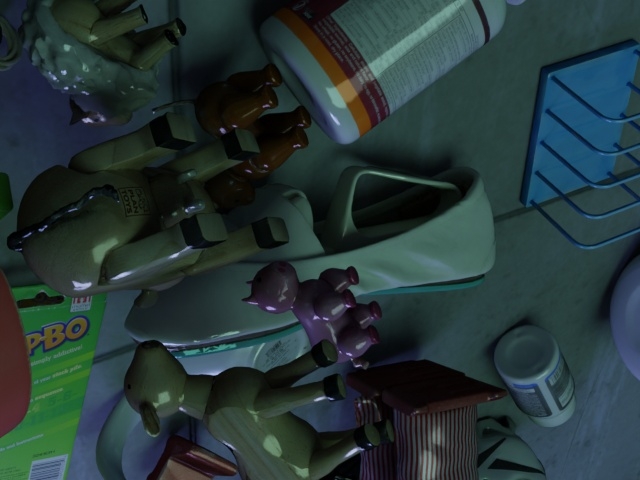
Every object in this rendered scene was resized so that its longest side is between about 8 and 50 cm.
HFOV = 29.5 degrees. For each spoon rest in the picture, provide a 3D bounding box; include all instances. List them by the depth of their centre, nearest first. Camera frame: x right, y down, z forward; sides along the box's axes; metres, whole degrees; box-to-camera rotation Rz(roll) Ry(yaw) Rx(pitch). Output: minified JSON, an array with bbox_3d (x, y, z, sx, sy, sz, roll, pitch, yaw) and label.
[{"bbox_3d":[-0.110,0.133,1.171,0.276,0.084,0.137,-42,142,-18],"label":"spoon rest"}]

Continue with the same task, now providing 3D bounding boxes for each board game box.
[{"bbox_3d":[-0.268,0.135,1.072,0.124,0.039,0.259,-6,131,-34],"label":"board game box"}]

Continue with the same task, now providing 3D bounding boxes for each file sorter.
[{"bbox_3d":[0.291,-0.094,1.234,0.118,0.104,0.170,-20,135,-23],"label":"file sorter"}]

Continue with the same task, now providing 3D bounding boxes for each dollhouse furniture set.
[{"bbox_3d":[-0.002,0.261,1.246,0.374,0.152,0.201,-8,102,-27],"label":"dollhouse furniture set"}]

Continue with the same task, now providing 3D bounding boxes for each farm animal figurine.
[{"bbox_3d":[-0.101,0.018,0.876,0.172,0.330,0.327,-23,153,20],"label":"farm animal figurine"}]

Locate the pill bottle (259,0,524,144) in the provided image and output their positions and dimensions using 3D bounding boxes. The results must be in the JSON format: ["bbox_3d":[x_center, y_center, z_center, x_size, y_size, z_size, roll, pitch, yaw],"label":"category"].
[{"bbox_3d":[0.070,-0.186,0.975,0.221,0.121,0.121,-37,139,-5],"label":"pill bottle"}]

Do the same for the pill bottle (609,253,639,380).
[{"bbox_3d":[0.528,0.086,1.511,0.323,0.181,0.181,-5,128,-34],"label":"pill bottle"}]

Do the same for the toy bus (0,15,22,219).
[{"bbox_3d":[-0.258,-0.107,0.746,0.191,0.202,0.104,20,148,-34],"label":"toy bus"}]

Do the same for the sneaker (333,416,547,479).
[{"bbox_3d":[0.139,0.316,1.456,0.330,0.146,0.122,-14,134,-25],"label":"sneaker"}]

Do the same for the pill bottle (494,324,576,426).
[{"bbox_3d":[0.262,0.167,1.463,0.078,0.078,0.137,-37,139,-4],"label":"pill bottle"}]

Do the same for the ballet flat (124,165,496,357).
[{"bbox_3d":[0.000,0.000,1.103,0.400,0.139,0.139,-11,132,-35],"label":"ballet flat"}]

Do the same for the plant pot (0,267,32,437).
[{"bbox_3d":[-0.347,0.084,0.813,0.243,0.275,0.275,-22,137,-35],"label":"plant pot"}]
